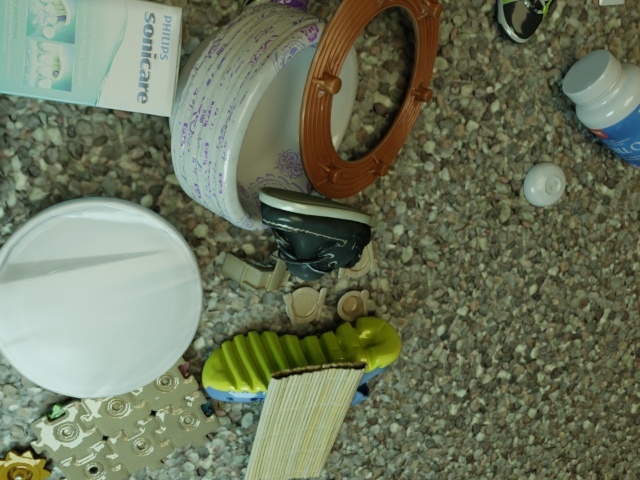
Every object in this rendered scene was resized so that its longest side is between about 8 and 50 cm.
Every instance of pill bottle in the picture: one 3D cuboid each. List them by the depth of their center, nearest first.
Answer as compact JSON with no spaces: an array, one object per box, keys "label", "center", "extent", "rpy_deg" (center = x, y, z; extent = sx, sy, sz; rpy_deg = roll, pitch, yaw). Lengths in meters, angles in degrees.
[{"label":"pill bottle","center":[0.523,-0.225,1.053],"extent":[0.222,0.124,0.124],"rpy_deg":[32,92,-22]}]

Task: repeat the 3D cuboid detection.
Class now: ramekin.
[{"label":"ramekin","center":[-0.303,0.066,0.846],"extent":[0.273,0.127,0.272],"rpy_deg":[-5,105,-17]}]

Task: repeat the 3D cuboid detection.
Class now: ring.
[{"label":"ring","center":[0.085,-0.209,0.846],"extent":[0.337,0.032,0.336],"rpy_deg":[-41,146,-35]}]

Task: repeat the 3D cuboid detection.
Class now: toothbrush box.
[{"label":"toothbrush box","center":[-0.324,-0.231,0.719],"extent":[0.296,0.216,0.126],"rpy_deg":[4,103,-20]}]

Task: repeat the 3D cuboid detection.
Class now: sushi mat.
[{"label":"sushi mat","center":[-0.031,0.299,0.971],"extent":[0.152,0.019,0.316],"rpy_deg":[-2,133,-20]}]

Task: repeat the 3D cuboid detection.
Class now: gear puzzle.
[{"label":"gear puzzle","center":[-0.336,0.302,0.944],"extent":[0.339,0.044,0.175],"rpy_deg":[-26,112,-8]}]

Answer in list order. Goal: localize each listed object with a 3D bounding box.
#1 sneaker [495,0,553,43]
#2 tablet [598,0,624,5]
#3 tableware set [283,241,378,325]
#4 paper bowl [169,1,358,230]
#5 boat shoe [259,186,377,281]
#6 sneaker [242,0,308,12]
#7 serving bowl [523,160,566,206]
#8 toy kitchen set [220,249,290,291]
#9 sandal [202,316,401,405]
[{"label":"sneaker","center":[0.356,-0.429,0.960],"extent":[0.084,0.097,0.234],"rpy_deg":[18,97,-21]},{"label":"tablet","center":[0.504,-0.450,1.053],"extent":[0.054,0.006,0.083],"rpy_deg":[-10,107,-16]},{"label":"tableware set","center":[0.019,0.071,1.008],"extent":[0.169,0.020,0.140],"rpy_deg":[-3,105,-22]},{"label":"paper bowl","center":[-0.084,-0.168,0.806],"extent":[0.148,0.284,0.284],"rpy_deg":[31,93,20]},{"label":"boat shoe","center":[-0.004,-0.001,0.829],"extent":[0.127,0.340,0.112],"rpy_deg":[18,94,10]},{"label":"sneaker","center":[-0.033,-0.362,0.876],"extent":[0.170,0.068,0.071],"rpy_deg":[-39,127,3]},{"label":"serving bowl","center":[0.408,-0.099,1.096],"extent":[0.084,0.027,0.083],"rpy_deg":[-5,104,-18]},{"label":"toy kitchen set","center":[-0.093,0.033,0.960],"extent":[0.083,0.075,0.068],"rpy_deg":[3,110,-60]},{"label":"sandal","center":[-0.028,0.218,0.984],"extent":[0.318,0.126,0.138],"rpy_deg":[-3,128,-10]}]
